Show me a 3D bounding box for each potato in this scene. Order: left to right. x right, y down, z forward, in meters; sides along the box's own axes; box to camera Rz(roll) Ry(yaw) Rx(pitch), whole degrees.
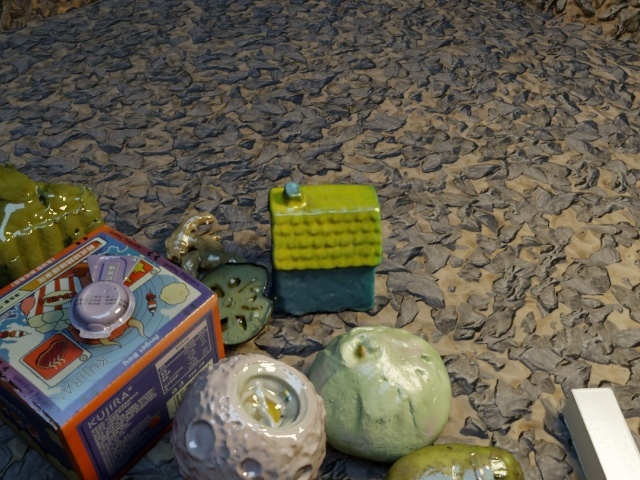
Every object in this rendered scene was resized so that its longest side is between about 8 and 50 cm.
[{"bbox_3d":[0.218,0.413,1.080,0.251,0.113,0.150,-13,51,-3],"label":"potato"}]

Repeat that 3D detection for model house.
[{"bbox_3d":[0.000,0.000,1.391,0.236,0.303,0.216,-3,50,-5],"label":"model house"}]

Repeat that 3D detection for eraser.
[{"bbox_3d":[0.508,0.402,1.119,0.078,0.076,0.298,-1,43,-2],"label":"eraser"}]

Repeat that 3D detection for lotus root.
[{"bbox_3d":[-0.173,0.140,1.369,0.203,0.078,0.183,9,68,30],"label":"lotus root"}]

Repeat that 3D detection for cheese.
[{"bbox_3d":[-0.362,0.091,1.090,0.105,0.042,0.191,2,43,-4],"label":"cheese"}]

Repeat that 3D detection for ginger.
[{"bbox_3d":[-0.267,0.044,1.505,0.149,0.065,0.259,-31,56,-13],"label":"ginger"}]

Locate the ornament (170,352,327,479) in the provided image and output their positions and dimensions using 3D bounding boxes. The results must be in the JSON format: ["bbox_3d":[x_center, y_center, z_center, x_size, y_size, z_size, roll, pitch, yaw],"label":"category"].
[{"bbox_3d":[-0.118,0.323,1.076,0.259,0.225,0.260,20,35,-15],"label":"ornament"}]

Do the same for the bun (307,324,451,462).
[{"bbox_3d":[0.112,0.256,1.193,0.282,0.179,0.283,3,43,-3],"label":"bun"}]

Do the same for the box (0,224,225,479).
[{"bbox_3d":[-0.405,0.204,1.183,0.318,0.257,0.348,29,49,25],"label":"box"}]

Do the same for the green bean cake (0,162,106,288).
[{"bbox_3d":[-0.682,-0.068,1.510,0.285,0.202,0.310,-30,52,-32],"label":"green bean cake"}]
